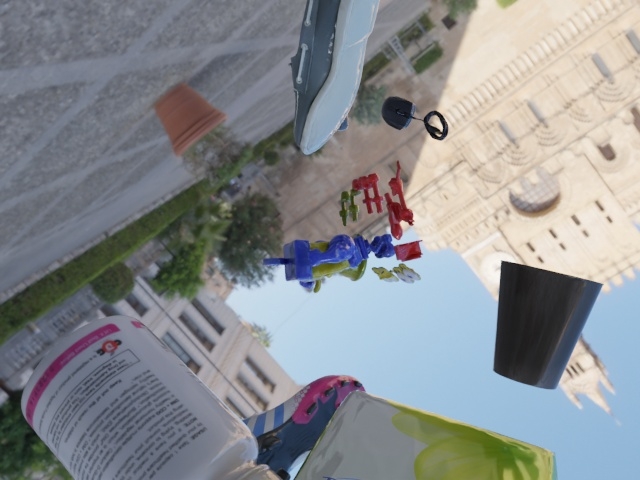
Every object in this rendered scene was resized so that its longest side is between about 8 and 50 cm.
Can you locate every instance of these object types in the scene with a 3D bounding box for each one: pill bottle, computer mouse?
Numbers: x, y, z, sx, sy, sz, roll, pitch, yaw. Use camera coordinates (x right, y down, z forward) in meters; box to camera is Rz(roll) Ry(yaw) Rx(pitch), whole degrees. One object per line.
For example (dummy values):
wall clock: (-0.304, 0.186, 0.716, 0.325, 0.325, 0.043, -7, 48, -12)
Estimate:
pill bottle: (-0.169, 0.224, 0.655, 0.160, 0.283, 0.160, -42, 155, -24)
computer mouse: (0.200, -0.272, 1.363, 0.242, 0.041, 0.071, 40, -69, 55)

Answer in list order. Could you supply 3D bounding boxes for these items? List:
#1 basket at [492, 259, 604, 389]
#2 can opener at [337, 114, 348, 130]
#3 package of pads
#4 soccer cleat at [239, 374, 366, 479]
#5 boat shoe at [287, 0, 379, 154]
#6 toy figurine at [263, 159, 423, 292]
basket: (0.437, 0.171, 1.245, 0.204, 0.154, 0.226, 15, -89, 35)
can opener: (0.008, -0.334, 1.176, 0.074, 0.280, 0.093, -7, 156, 9)
package of pads: (0.081, 0.253, 0.526, 0.296, 0.229, 0.101, -31, 133, -69)
soccer cleat: (-0.059, 0.277, 0.908, 0.143, 0.116, 0.331, -6, -174, 37)
boat shoe: (0.004, -0.291, 1.008, 0.116, 0.099, 0.319, -33, 152, -43)
toy figurine: (0.000, 0.000, 1.049, 0.217, 0.191, 0.362, -11, 180, -15)
